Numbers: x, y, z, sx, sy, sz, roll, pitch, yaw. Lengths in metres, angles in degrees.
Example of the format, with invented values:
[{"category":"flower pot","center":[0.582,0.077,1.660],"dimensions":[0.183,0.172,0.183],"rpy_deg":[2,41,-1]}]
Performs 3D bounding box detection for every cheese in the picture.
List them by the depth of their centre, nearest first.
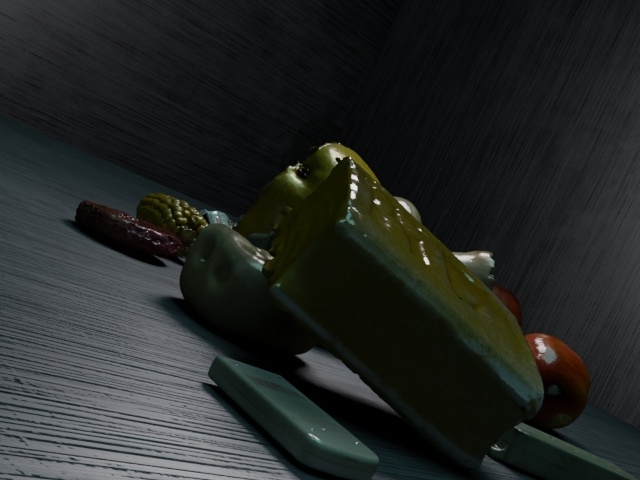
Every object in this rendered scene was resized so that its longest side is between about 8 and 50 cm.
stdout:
[{"category":"cheese","center":[-0.081,0.071,1.275],"dimensions":[0.218,0.117,0.235],"rpy_deg":[28,4,-12]}]

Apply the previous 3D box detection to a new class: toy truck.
[{"category":"toy truck","center":[-0.194,-0.016,1.941],"dimensions":[0.177,0.115,0.080],"rpy_deg":[16,53,-66]}]

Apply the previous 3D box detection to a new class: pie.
[{"category":"pie","center":[-0.314,-0.015,1.551],"dimensions":[0.182,0.050,0.182],"rpy_deg":[22,-1,0]}]

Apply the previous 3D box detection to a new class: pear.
[{"category":"pear","center":[0.000,0.000,1.915],"dimensions":[0.191,0.340,0.386],"rpy_deg":[49,-17,21]}]

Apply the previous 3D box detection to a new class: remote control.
[{"category":"remote control","center":[-0.026,0.159,0.854],"dimensions":[0.087,0.029,0.190],"rpy_deg":[24,2,-37]}]

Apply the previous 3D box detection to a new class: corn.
[{"category":"corn","center":[-0.293,-0.037,1.801],"dimensions":[0.102,0.102,0.313],"rpy_deg":[25,-2,-27]}]

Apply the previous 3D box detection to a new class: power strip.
[{"category":"power strip","center":[0.314,0.298,1.305],"dimensions":[0.288,0.053,0.093],"rpy_deg":[26,2,-21]}]

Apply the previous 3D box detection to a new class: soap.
[{"category":"soap","center":[0.095,0.077,1.155],"dimensions":[0.335,0.156,0.293],"rpy_deg":[44,12,-9]}]

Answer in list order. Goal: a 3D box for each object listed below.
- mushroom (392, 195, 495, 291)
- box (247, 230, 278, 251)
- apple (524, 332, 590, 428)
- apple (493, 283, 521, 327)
[{"category":"mushroom","center":[0.165,0.061,1.706],"dimensions":[0.290,0.298,0.297],"rpy_deg":[-8,1,2]},{"category":"box","center":[-0.030,0.075,1.522],"dimensions":[0.210,0.148,0.129],"rpy_deg":[25,-9,-32]},{"category":"apple","center":[0.442,0.282,1.871],"dimensions":[0.199,0.199,0.199],"rpy_deg":[26,2,-1]},{"category":"apple","center":[0.311,0.184,2.024],"dimensions":[0.234,0.234,0.234],"rpy_deg":[26,2,-1]}]
